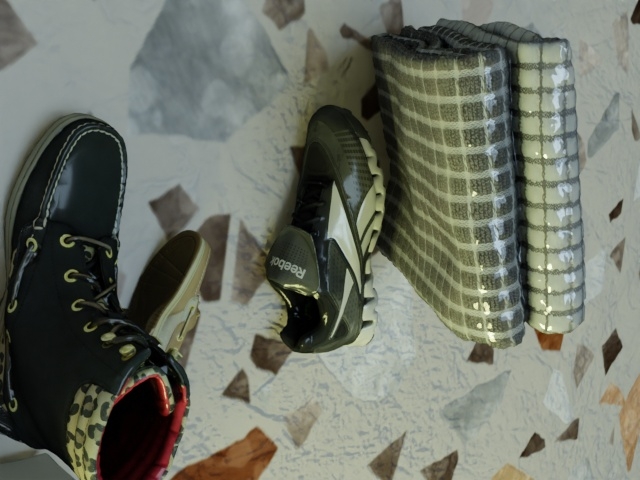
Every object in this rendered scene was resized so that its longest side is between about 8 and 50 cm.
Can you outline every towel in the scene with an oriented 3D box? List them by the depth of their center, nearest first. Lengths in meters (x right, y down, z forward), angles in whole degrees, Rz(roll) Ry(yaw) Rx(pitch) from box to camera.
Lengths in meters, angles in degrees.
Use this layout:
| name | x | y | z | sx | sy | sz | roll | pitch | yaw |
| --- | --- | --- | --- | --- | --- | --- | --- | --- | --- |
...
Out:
| name | x | y | z | sx | sy | sz | roll | pitch | yaw |
| --- | --- | --- | --- | --- | --- | --- | --- | --- | --- |
| towel | 0.117 | -0.064 | 0.745 | 0.121 | 0.284 | 0.235 | -12 | 107 | -7 |

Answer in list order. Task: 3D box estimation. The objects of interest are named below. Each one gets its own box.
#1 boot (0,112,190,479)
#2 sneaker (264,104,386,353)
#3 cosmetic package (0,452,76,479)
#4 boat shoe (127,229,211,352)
| name | x | y | z | sx | sy | sz | roll | pitch | yaw |
| --- | --- | --- | --- | --- | --- | --- | --- | --- | --- |
| boot | -0.143 | 0.040 | 0.571 | 0.085 | 0.178 | 0.236 | 16 | 91 | -45 |
| sneaker | 0.000 | 0.000 | 0.770 | 0.106 | 0.078 | 0.234 | -19 | 115 | -42 |
| cosmetic package | -0.306 | 0.278 | 0.492 | 0.385 | 0.156 | 0.217 | -2 | 105 | -42 |
| boat shoe | -0.122 | 0.057 | 0.692 | 0.045 | 0.050 | 0.135 | 28 | 91 | -48 |
